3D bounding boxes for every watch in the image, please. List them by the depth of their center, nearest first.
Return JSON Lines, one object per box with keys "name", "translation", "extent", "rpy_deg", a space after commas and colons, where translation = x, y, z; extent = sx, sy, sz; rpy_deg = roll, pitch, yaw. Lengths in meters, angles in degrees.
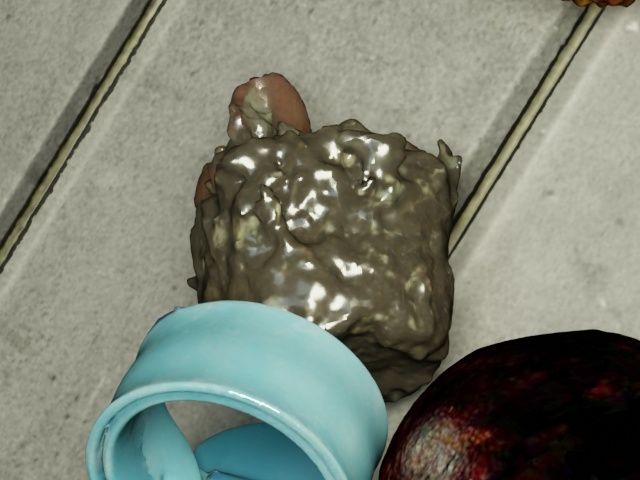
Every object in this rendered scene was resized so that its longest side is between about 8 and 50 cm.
{"name": "watch", "translation": [-0.061, 0.136, 1.116], "extent": [0.211, 0.211, 0.193], "rpy_deg": [28, 133, 27]}

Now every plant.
{"name": "plant", "translation": [0.000, 0.000, 1.269], "extent": [0.178, 0.204, 0.234], "rpy_deg": [3, 60, -14]}

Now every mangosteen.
{"name": "mangosteen", "translation": [0.163, 0.212, 1.081], "extent": [0.297, 0.297, 0.313], "rpy_deg": [9, 85, 26]}

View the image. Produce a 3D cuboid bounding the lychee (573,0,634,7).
{"name": "lychee", "translation": [0.165, -0.290, 1.237], "extent": [0.236, 0.236, 0.271], "rpy_deg": [-36, 87, 13]}
